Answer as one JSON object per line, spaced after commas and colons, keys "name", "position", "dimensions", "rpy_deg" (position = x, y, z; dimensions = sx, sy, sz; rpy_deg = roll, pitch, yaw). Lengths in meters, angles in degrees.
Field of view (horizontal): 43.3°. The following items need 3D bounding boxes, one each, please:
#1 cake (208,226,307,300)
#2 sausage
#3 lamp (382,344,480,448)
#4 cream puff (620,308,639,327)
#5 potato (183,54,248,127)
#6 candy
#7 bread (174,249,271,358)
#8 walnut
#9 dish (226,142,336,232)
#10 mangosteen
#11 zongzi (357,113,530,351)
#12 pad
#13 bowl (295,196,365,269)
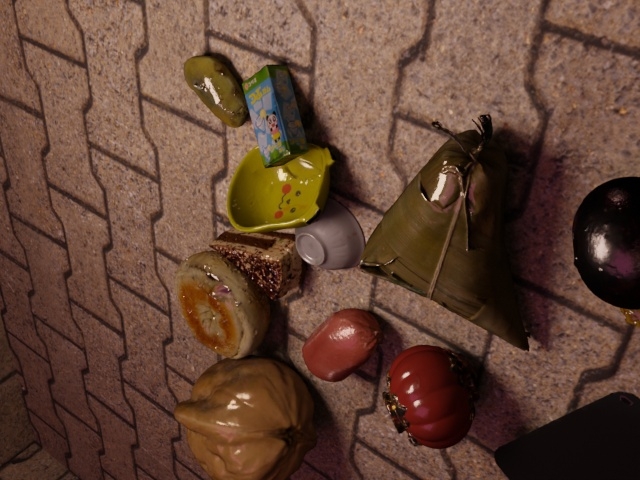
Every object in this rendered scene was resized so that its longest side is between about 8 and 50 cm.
{"name": "cake", "position": [-0.146, 0.013, 1.940], "dimensions": [0.246, 0.112, 0.135], "rpy_deg": [38, 135, 22]}
{"name": "sausage", "position": [0.047, 0.246, 1.901], "dimensions": [0.148, 0.148, 0.254], "rpy_deg": [45, 134, 9]}
{"name": "lamp", "position": [0.243, 0.332, 1.731], "dimensions": [0.226, 0.227, 0.227], "rpy_deg": [24, 133, 30]}
{"name": "cream puff", "position": [0.557, 0.122, 1.384], "dimensions": [0.083, 0.058, 0.083], "rpy_deg": [-29, 95, 48]}
{"name": "potato", "position": [-0.229, -0.332, 1.787], "dimensions": [0.188, 0.085, 0.105], "rpy_deg": [53, 142, -7]}
{"name": "candy", "position": [-0.094, -0.258, 1.679], "dimensions": [0.097, 0.062, 0.195], "rpy_deg": [-22, 80, 50]}
{"name": "bread", "position": [-0.247, 0.160, 2.103], "dimensions": [0.305, 0.158, 0.306], "rpy_deg": [28, 136, 31]}
{"name": "walnut", "position": [-0.194, 0.479, 2.161], "dimensions": [0.383, 0.383, 0.384], "rpy_deg": [24, 133, 30]}
{"name": "dish", "position": [-0.069, -0.103, 1.756], "dimensions": [0.262, 0.221, 0.108], "rpy_deg": [2, 159, 34]}
{"name": "mangosteen", "position": [0.516, -0.002, 1.243], "dimensions": [0.249, 0.211, 0.212], "rpy_deg": [-9, 115, 14]}
{"name": "zongzi", "position": [0.315, -0.019, 1.451], "dimensions": [0.418, 0.181, 0.447], "rpy_deg": [33, 135, 0]}
{"name": "pad", "position": [0.581, 0.475, 1.649], "dimensions": [0.315, 0.063, 0.375], "rpy_deg": [52, 130, 2]}
{"name": "bowl", "position": [0.000, 0.000, 1.807], "dimensions": [0.189, 0.086, 0.189], "rpy_deg": [24, 131, 30]}
